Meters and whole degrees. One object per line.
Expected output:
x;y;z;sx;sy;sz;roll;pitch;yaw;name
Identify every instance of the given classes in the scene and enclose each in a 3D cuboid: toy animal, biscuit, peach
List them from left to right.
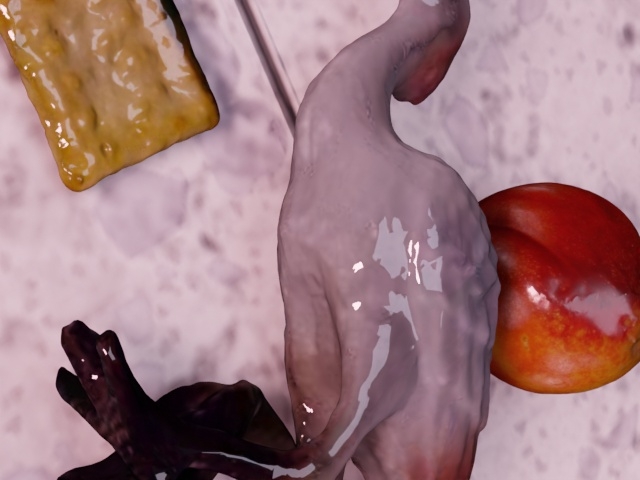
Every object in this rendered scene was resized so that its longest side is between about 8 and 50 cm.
-0.083;-0.069;0.726;0.081;0.018;0.083;-31;103;-39;biscuit
0.019;0.001;0.754;0.195;0.090;0.324;42;62;-32;toy animal
0.106;0.022;0.821;0.101;0.101;0.100;7;79;-40;peach
